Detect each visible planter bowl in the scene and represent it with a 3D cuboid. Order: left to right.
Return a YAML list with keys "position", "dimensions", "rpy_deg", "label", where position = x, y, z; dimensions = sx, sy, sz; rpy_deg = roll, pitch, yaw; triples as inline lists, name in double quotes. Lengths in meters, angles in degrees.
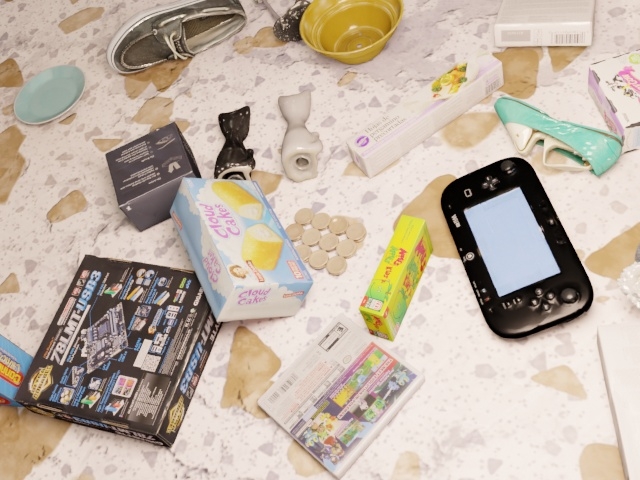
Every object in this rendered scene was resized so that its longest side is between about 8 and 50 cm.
- position: [0.072, -0.432, 1.563]
  dimensions: [0.217, 0.090, 0.217]
  rpy_deg: [-8, 55, 12]
  label: "planter bowl"

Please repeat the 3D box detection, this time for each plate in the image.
- position: [-0.632, -0.339, 1.773]
  dimensions: [0.188, 0.024, 0.188]
  rpy_deg: [-9, 54, 12]
  label: "plate"

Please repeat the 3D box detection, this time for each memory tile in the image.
- position: [0.000, 0.000, 1.346]
  dimensions: [0.148, 0.012, 0.113]
  rpy_deg: [17, 64, 28]
  label: "memory tile"

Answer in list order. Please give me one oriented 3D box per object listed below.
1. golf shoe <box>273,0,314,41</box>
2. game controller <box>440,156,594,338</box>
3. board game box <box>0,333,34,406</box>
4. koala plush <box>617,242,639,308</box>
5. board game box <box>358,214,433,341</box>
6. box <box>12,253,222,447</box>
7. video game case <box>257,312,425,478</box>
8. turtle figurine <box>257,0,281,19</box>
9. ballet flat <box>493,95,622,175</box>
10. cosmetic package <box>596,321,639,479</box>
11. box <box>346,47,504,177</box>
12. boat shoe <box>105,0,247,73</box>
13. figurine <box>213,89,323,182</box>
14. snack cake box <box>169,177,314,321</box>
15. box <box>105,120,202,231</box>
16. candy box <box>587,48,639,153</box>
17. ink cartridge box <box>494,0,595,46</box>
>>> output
- position: [-0.030, -0.509, 1.669]
  dimensions: [0.198, 0.077, 0.094]
  rpy_deg: [-35, 39, -12]
  label: "golf shoe"
- position: [0.306, 0.006, 1.208]
  dimensions: [0.166, 0.067, 0.319]
  rpy_deg: [-18, 53, 5]
  label: "game controller"
- position: [-0.693, 0.179, 1.272]
  dimensions: [0.308, 0.302, 0.086]
  rpy_deg: [0, 58, 19]
  label: "board game box"
- position: [0.547, 0.038, 1.055]
  dimensions: [0.221, 0.203, 0.196]
  rpy_deg: [5, 36, 39]
  label: "koala plush"
- position: [0.125, 0.060, 1.214]
  dimensions: [0.043, 0.092, 0.181]
  rpy_deg: [15, 63, 26]
  label: "board game box"
- position: [-0.335, 0.178, 1.298]
  dimensions: [0.293, 0.073, 0.296]
  rpy_deg: [6, 59, 22]
  label: "box"
- position: [0.030, 0.235, 1.172]
  dimensions: [0.183, 0.023, 0.201]
  rpy_deg: [35, 72, 33]
  label: "video game case"
- position: [-0.158, -0.663, 1.730]
  dimensions: [0.266, 0.198, 0.275]
  rpy_deg: [10, 57, 28]
  label: "turtle figurine"
- position: [0.388, -0.175, 1.298]
  dimensions: [0.247, 0.083, 0.087]
  rpy_deg: [29, 84, 33]
  label: "ballet flat"
- position: [0.445, 0.228, 1.016]
  dimensions: [0.098, 0.060, 0.239]
  rpy_deg: [-8, 55, 14]
  label: "cosmetic package"
- position: [0.198, -0.240, 1.409]
  dimensions: [0.324, 0.067, 0.063]
  rpy_deg: [-36, 53, -6]
  label: "box"
- position: [-0.322, -0.467, 1.696]
  dimensions: [0.335, 0.121, 0.119]
  rpy_deg: [-31, 49, -6]
  label: "boat shoe"
- position: [-0.103, -0.204, 1.476]
  dimensions: [0.214, 0.092, 0.209]
  rpy_deg: [-14, 50, 7]
  label: "figurine"
- position: [-0.141, 0.010, 1.292]
  dimensions: [0.152, 0.089, 0.264]
  rpy_deg: [0, 44, -36]
  label: "snack cake box"
- position: [-0.322, -0.126, 1.485]
  dimensions: [0.156, 0.093, 0.158]
  rpy_deg: [-25, 52, 0]
  label: "box"
- position: [0.582, -0.253, 1.289]
  dimensions: [0.196, 0.070, 0.165]
  rpy_deg: [-16, 54, 7]
  label: "candy box"
- position: [0.452, -0.458, 1.495]
  dimensions: [0.181, 0.056, 0.225]
  rpy_deg: [4, 40, 21]
  label: "ink cartridge box"
